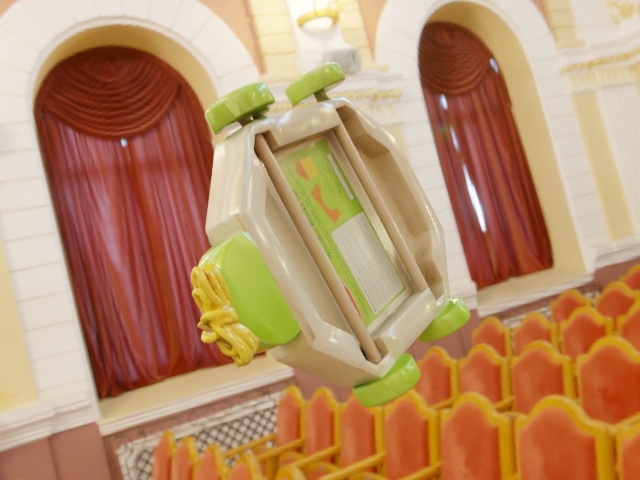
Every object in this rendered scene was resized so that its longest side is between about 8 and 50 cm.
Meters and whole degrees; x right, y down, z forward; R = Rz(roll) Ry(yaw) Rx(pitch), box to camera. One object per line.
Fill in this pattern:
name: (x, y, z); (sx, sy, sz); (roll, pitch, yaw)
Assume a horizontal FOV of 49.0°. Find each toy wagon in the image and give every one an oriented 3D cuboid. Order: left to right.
toy wagon: (0.000, 0.000, 0.571); (0.068, 0.267, 0.344); (-26, 4, 37)
